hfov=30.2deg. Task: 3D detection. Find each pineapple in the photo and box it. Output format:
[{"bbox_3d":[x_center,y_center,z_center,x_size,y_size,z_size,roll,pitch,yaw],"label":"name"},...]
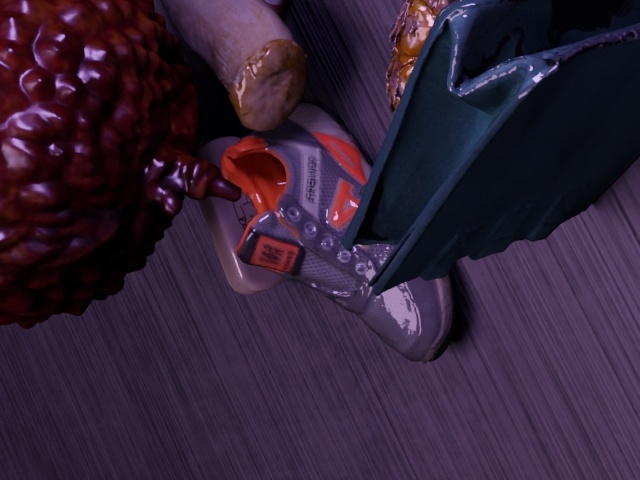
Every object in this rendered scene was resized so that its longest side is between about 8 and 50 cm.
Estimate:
[{"bbox_3d":[0.104,-0.185,0.995,0.076,0.225,0.225,22,132,7],"label":"pineapple"}]

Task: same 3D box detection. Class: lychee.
[{"bbox_3d":[-0.316,-0.113,1.298,0.500,0.424,0.425,8,118,17],"label":"lychee"}]

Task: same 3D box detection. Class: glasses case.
[{"bbox_3d":[-0.099,-0.030,1.468,0.050,0.083,0.196,-18,93,57],"label":"glasses case"}]

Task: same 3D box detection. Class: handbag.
[{"bbox_3d":[0.160,-0.095,0.901,0.100,0.268,0.274,56,145,21],"label":"handbag"}]

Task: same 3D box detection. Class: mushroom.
[{"bbox_3d":[-0.110,-0.266,1.313,0.123,0.095,0.351,-51,51,33],"label":"mushroom"}]

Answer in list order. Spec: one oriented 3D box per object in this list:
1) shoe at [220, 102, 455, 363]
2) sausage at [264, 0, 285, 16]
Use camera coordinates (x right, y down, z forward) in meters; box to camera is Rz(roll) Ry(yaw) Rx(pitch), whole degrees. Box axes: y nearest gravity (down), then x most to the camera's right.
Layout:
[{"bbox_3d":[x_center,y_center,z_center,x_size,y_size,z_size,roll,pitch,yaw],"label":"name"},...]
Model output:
[{"bbox_3d":[0.000,0.000,1.263,0.336,0.171,0.132,55,143,23],"label":"shoe"},{"bbox_3d":[-0.037,-0.305,1.285,0.029,0.029,0.223,53,143,23],"label":"sausage"}]
